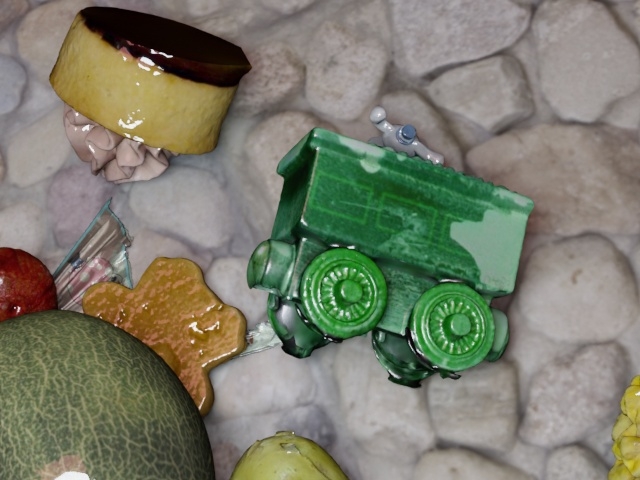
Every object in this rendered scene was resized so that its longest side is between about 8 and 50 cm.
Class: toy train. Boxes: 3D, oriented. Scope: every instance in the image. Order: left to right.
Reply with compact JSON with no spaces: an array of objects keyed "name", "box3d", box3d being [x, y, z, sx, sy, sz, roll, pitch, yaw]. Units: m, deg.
[{"name":"toy train","box3d":[0.064,0.026,1.173,0.266,0.145,0.202,17,75,-14]}]

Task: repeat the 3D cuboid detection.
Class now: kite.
[{"name":"kite","box3d":[-0.218,0.139,1.263,0.368,0.014,0.406,-16,67,1]}]

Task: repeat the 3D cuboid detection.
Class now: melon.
[{"name":"melon","box3d":[-0.218,0.193,1.068,0.237,0.237,0.302,-30,48,-5]}]

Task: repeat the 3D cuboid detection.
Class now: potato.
[{"name":"potato","box3d":[-0.026,0.300,1.090,0.143,0.169,0.248,-16,58,24]}]

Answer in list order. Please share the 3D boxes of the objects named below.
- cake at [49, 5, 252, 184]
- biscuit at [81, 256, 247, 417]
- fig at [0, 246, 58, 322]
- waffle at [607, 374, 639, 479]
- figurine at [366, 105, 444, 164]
[{"name":"cake","box3d":[-0.189,-0.138,1.293,0.207,0.185,0.178,19,108,12]},{"name":"biscuit","box3d":[-0.195,0.130,1.237,0.249,0.035,0.184,-43,71,-9]},{"name":"fig","box3d":[-0.340,0.047,1.258,0.119,0.119,0.153,-33,55,-6]},{"name":"waffle","box3d":[0.428,0.191,1.085,0.324,0.151,0.261,27,69,13]},{"name":"figurine","box3d":[0.084,-0.093,1.278,0.094,0.086,0.082,20,70,15]}]
